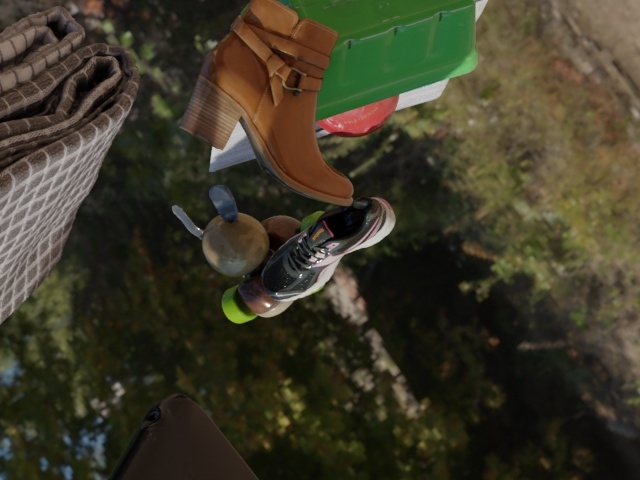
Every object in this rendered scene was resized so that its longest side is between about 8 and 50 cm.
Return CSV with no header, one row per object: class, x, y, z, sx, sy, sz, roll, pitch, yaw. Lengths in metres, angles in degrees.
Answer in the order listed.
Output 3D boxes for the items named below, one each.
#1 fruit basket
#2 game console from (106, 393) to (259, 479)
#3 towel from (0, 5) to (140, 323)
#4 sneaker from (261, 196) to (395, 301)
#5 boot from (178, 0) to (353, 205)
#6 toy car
fruit basket,0.027,-0.206,1.335,0.353,0.327,0.165,122,127,-73
game console,-0.084,0.350,0.823,0.342,0.060,0.386,60,-148,-25
towel,-0.263,-0.015,0.857,0.121,0.235,0.283,37,-139,0
sneaker,0.000,0.000,1.376,0.072,0.178,0.077,52,-175,19
boot,-0.020,-0.130,1.114,0.197,0.152,0.073,29,-179,-26
toy car,-0.100,-0.003,1.530,0.188,0.155,0.149,42,-136,-27
